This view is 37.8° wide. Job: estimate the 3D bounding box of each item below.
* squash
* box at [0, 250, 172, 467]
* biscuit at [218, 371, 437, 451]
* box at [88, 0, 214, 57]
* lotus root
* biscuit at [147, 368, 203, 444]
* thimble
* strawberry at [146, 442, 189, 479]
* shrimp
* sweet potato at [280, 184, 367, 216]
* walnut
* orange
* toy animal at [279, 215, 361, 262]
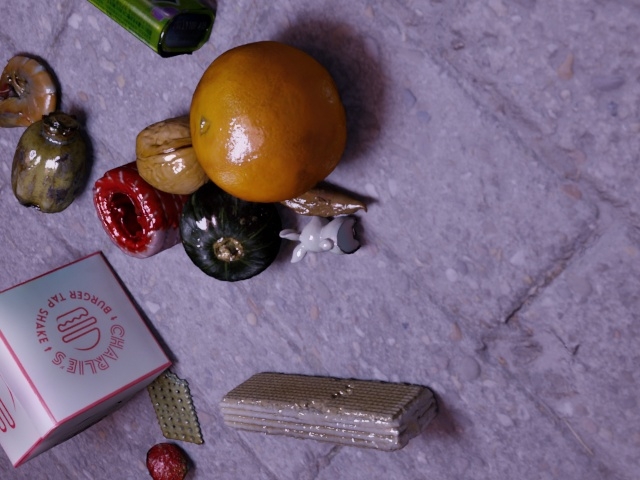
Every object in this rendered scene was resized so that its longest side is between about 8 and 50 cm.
[{"bbox_3d":[-0.163,-0.019,1.689,0.193,0.193,0.156,-65,34,38],"label":"squash"},{"bbox_3d":[-0.576,0.261,2.044,0.312,0.314,0.300,56,135,8],"label":"box"},{"bbox_3d":[0.004,0.313,1.735,0.426,0.144,0.078,-3,108,38],"label":"biscuit"},{"bbox_3d":[-0.351,-0.454,1.652,0.345,0.134,0.097,39,128,19],"label":"box"},{"bbox_3d":[-0.560,-0.175,1.948,0.154,0.154,0.278,40,131,17],"label":"lotus root"},{"bbox_3d":[-0.336,0.368,2.114,0.144,0.016,0.203,2,112,39],"label":"biscuit"},{"bbox_3d":[-0.344,-0.065,1.839,0.163,0.125,0.189,-40,84,40],"label":"thimble"},{"bbox_3d":[-0.350,0.512,2.148,0.106,0.106,0.106,17,121,32],"label":"strawberry"},{"bbox_3d":[-0.666,-0.314,2.015,0.287,0.063,0.152,-3,107,36],"label":"shrimp"},{"bbox_3d":[-0.007,-0.068,1.613,0.206,0.068,0.060,9,141,29],"label":"sweet potato"},{"bbox_3d":[-0.256,-0.156,1.717,0.180,0.144,0.144,-10,104,35],"label":"walnut"},{"bbox_3d":[-0.088,-0.190,1.503,0.261,0.261,0.261,17,121,32],"label":"orange"},{"bbox_3d":[0.004,-0.004,1.631,0.124,0.085,0.071,6,132,42],"label":"toy animal"}]
